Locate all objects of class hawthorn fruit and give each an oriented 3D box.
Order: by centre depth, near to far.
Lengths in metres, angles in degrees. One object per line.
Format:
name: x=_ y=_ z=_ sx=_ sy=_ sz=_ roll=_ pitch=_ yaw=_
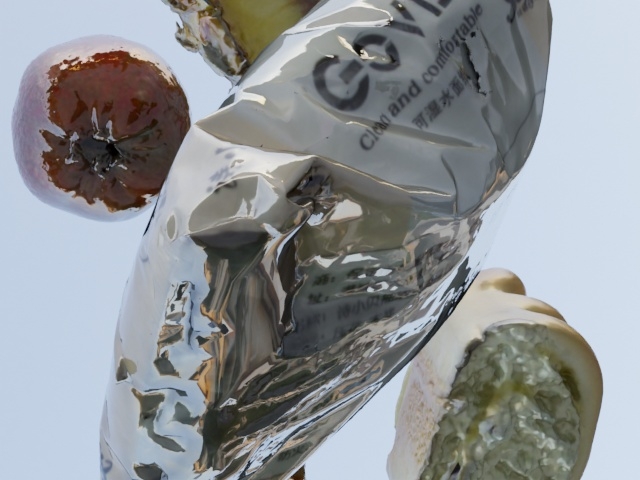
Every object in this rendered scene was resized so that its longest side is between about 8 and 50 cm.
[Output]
hawthorn fruit: x=-0.246 y=-0.142 z=1.567 sx=0.211 sy=0.262 sz=0.210 roll=-5 pitch=-61 yaw=-9

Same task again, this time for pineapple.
pineapple: x=-0.037 y=-0.168 z=1.182 sx=0.335 sy=0.161 sz=0.158 roll=10 pitch=-110 yaw=-39

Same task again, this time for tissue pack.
tissue pack: x=0.000 y=0.000 z=0.921 sx=0.375 sy=0.195 sz=0.390 roll=-51 pitch=-10 yaw=-42

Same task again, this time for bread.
bread: x=0.207 y=0.203 z=1.656 sx=0.211 sy=0.270 sz=0.315 roll=17 pitch=-78 yaw=-11

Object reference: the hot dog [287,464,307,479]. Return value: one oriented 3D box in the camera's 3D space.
hot dog: x=-0.066 y=0.273 z=1.624 sx=0.103 sy=0.146 sz=0.213 roll=1 pitch=-118 yaw=-11
